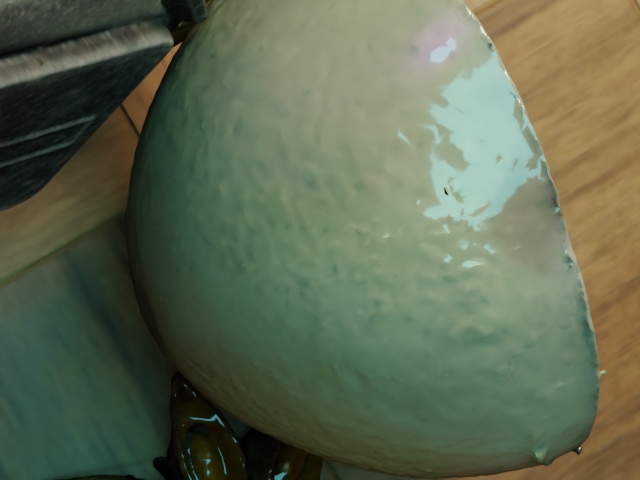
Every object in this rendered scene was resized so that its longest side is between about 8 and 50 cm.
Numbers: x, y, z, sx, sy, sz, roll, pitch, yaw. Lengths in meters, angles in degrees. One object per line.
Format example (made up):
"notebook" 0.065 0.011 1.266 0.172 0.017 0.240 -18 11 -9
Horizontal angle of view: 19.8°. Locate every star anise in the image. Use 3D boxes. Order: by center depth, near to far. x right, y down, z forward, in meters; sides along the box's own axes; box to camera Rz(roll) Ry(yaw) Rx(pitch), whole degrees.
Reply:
"star anise" -0.049 0.148 1.065 0.212 0.053 0.157 15 80 -11

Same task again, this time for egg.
"egg" 0.000 0.000 0.969 0.201 0.337 0.337 -26 90 -10

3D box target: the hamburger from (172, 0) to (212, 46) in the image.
"hamburger" -0.097 -0.177 1.049 0.083 0.138 0.147 26 59 -33

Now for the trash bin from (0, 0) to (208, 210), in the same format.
"trash bin" -0.271 -0.186 0.930 0.259 0.295 0.381 -22 76 -48
